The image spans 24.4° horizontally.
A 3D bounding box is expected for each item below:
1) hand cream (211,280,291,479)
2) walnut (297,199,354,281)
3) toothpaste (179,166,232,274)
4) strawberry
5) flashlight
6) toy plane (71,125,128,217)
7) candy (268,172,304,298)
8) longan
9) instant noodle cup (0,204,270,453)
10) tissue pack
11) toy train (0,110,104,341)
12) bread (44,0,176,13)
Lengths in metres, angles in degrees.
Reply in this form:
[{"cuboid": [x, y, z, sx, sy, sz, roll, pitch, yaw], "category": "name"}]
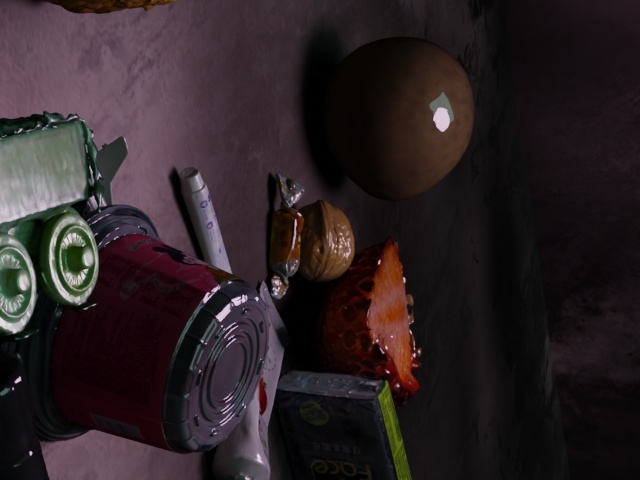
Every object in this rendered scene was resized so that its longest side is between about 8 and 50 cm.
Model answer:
[{"cuboid": [-0.087, 0.214, 2.005, 0.336, 0.076, 0.121, -79, 159, -46], "category": "hand cream"}, {"cuboid": [0.000, 0.000, 2.188, 0.105, 0.105, 0.124, 38, 50, -64], "category": "walnut"}, {"cuboid": [-0.142, -0.002, 1.899, 0.052, 0.033, 0.218, -64, 150, -43], "category": "toothpaste"}, {"cuboid": [0.058, 0.151, 2.251, 0.280, 0.150, 0.253, -64, 143, -63], "category": "strawberry"}, {"cuboid": [-0.280, 0.280, 1.367, 0.103, 0.103, 0.423, -62, 150, -52], "category": "flashlight"}, {"cuboid": [-0.240, -0.018, 1.588, 0.160, 0.082, 0.234, -82, 175, -51], "category": "toy plane"}, {"cuboid": [-0.048, -0.006, 2.128, 0.053, 0.046, 0.182, 13, 79, -67], "category": "candy"}, {"cuboid": [0.122, -0.194, 2.320, 0.258, 0.258, 0.258, -1, 90, -70], "category": "longan"}, {"cuboid": [-0.167, 0.109, 1.515, 0.302, 0.182, 0.258, -28, 132, -58], "category": "instant noodle cup"}, {"cuboid": [0.035, 0.300, 2.155, 0.073, 0.173, 0.235, -53, 139, -49], "category": "tissue pack"}, {"cuboid": [-0.303, -0.011, 1.297, 0.272, 0.159, 0.188, -28, 110, -64], "category": "toy train"}, {"cuboid": [-0.231, -0.306, 1.518, 0.229, 0.140, 0.143, -10, 99, -76], "category": "bread"}]
